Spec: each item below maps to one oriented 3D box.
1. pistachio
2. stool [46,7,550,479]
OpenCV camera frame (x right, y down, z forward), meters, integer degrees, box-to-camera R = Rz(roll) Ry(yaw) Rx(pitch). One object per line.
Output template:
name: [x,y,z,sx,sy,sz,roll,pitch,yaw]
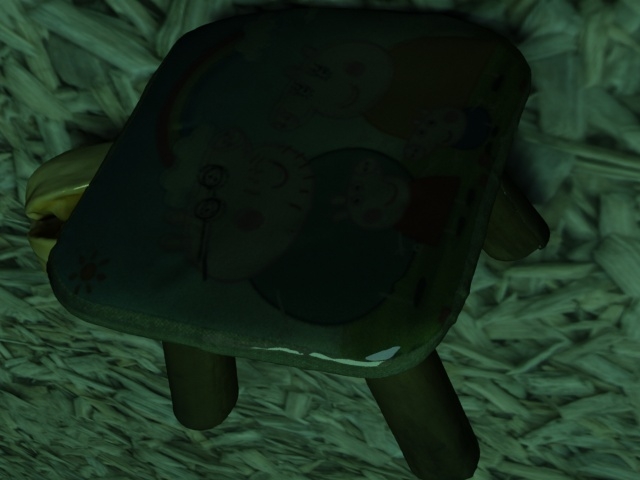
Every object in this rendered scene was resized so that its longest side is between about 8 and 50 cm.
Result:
pistachio: [-0.197,-0.024,1.048,0.230,0.157,0.157,-10,132,32]
stool: [0.000,0.000,0.818,0.310,0.310,0.226,9,146,24]
